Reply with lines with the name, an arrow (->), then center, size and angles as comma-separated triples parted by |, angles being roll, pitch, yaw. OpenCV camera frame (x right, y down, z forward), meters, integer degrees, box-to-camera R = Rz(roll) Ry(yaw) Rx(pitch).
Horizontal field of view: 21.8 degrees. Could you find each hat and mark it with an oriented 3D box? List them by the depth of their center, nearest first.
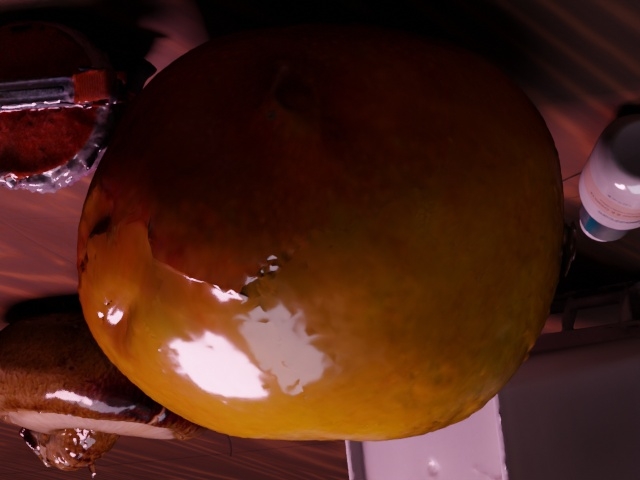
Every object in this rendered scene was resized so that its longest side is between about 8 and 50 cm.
hat -> -0.173, -0.099, 1.256 | 0.140, 0.129, 0.227 | -24, 172, 16

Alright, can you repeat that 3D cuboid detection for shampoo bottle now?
shampoo bottle -> 0.250, -0.042, 1.389 | 0.074, 0.074, 0.192 | 2, 162, -2

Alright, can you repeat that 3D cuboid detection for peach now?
peach -> 0.000, -0.002, 1.186 | 0.372, 0.290, 0.372 | 1, 166, 0

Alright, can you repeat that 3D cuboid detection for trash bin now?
trash bin -> 0.197, 0.191, 1.637 | 0.255, 0.296, 0.367 | -10, 172, 37

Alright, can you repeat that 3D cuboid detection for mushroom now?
mushroom -> -0.255, 0.165, 1.928 | 0.297, 0.163, 0.278 | 14, 149, -32
